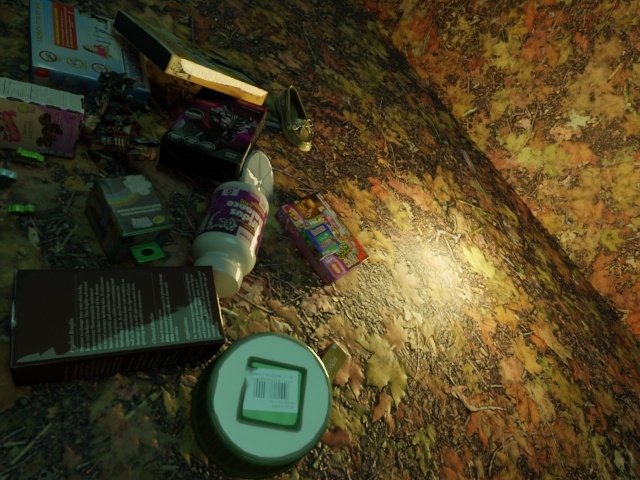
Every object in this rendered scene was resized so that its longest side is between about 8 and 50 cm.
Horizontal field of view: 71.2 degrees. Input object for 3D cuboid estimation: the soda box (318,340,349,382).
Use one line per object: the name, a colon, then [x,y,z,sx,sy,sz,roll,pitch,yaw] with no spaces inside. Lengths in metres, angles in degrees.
soda box: [0.002,0.353,1.184,0.058,0.061,0.181,46,42,1]

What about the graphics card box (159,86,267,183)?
graphics card box: [-0.319,-0.333,1.390,0.233,0.094,0.371,18,42,-6]

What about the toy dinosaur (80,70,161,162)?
toy dinosaur: [-0.575,-0.330,1.199,0.322,0.164,0.218,30,73,-15]

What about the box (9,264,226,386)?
box: [-0.409,0.167,0.928,0.382,0.143,0.191,2,57,-32]

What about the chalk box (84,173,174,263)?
chalk box: [-0.454,-0.035,1.083,0.132,0.132,0.213,-16,70,-45]

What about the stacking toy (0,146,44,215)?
stacking toy: [-0.739,-0.152,0.980,0.221,0.052,0.166,13,59,-39]

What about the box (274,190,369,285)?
box: [0.009,-0.013,1.480,0.201,0.057,0.293,-29,78,-46]

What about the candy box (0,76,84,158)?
candy box: [-0.688,-0.289,1.071,0.196,0.165,0.070,4,54,-35]

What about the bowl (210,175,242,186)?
bowl: [-0.284,-0.202,1.403,0.142,0.053,0.142,39,43,-6]

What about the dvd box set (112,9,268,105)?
dvd box set: [-0.408,-0.585,1.460,0.307,0.062,0.420,43,23,24]

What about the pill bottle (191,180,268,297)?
pill bottle: [-0.244,-0.004,1.193,0.169,0.169,0.301,26,45,-20]

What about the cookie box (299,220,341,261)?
cookie box: [0.000,0.000,1.390,0.092,0.040,0.107,-24,74,-42]

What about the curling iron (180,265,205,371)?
curling iron: [-0.322,0.181,1.085,0.068,0.035,0.274,7,54,-34]

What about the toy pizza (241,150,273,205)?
toy pizza: [-0.200,-0.176,1.386,0.032,0.201,0.201,3,40,20]

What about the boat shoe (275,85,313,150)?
boat shoe: [-0.098,-0.473,1.733,0.105,0.089,0.285,-4,61,-40]

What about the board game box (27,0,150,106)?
board game box: [-0.690,-0.552,1.335,0.302,0.086,0.308,2,57,-37]

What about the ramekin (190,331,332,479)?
ramekin: [-0.121,0.349,0.979,0.304,0.148,0.303,10,57,-17]
